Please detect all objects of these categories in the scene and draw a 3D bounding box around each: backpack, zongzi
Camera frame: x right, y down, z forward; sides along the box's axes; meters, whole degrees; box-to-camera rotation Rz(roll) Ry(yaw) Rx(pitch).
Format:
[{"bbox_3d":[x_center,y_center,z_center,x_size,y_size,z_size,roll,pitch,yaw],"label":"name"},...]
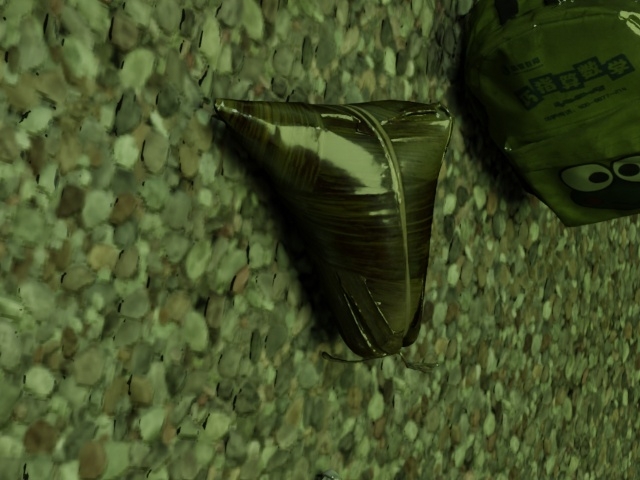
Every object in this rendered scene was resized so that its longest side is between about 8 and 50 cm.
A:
[{"bbox_3d":[0.230,-0.126,0.960,0.253,0.207,0.140,42,45,-40],"label":"backpack"},{"bbox_3d":[0.000,0.000,0.758,0.184,0.084,0.187,-4,102,-41],"label":"zongzi"}]

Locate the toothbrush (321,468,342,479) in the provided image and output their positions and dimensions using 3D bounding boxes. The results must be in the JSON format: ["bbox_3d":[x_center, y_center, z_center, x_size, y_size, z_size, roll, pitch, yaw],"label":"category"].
[{"bbox_3d":[0.047,0.280,0.898,0.025,0.020,0.286,-46,129,-32],"label":"toothbrush"}]
